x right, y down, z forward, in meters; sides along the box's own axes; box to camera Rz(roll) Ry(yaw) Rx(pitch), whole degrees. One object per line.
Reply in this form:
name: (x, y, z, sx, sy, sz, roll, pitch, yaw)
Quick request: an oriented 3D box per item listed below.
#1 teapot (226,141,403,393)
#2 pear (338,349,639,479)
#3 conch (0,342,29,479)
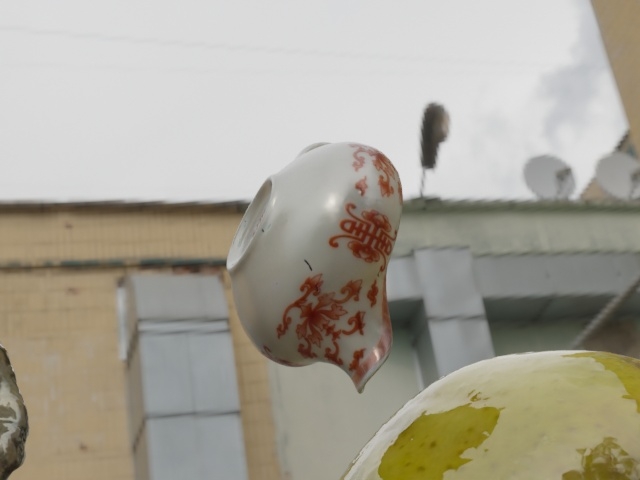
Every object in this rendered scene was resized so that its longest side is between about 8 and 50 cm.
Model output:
teapot: (0.000, 0.000, 0.870, 0.116, 0.245, 0.159, 17, -48, -3)
pear: (0.168, 0.246, 0.832, 0.362, 0.362, 0.418, -31, -12, 34)
conch: (-0.227, 0.136, 0.605, 0.163, 0.245, 0.178, -1, -33, 37)
